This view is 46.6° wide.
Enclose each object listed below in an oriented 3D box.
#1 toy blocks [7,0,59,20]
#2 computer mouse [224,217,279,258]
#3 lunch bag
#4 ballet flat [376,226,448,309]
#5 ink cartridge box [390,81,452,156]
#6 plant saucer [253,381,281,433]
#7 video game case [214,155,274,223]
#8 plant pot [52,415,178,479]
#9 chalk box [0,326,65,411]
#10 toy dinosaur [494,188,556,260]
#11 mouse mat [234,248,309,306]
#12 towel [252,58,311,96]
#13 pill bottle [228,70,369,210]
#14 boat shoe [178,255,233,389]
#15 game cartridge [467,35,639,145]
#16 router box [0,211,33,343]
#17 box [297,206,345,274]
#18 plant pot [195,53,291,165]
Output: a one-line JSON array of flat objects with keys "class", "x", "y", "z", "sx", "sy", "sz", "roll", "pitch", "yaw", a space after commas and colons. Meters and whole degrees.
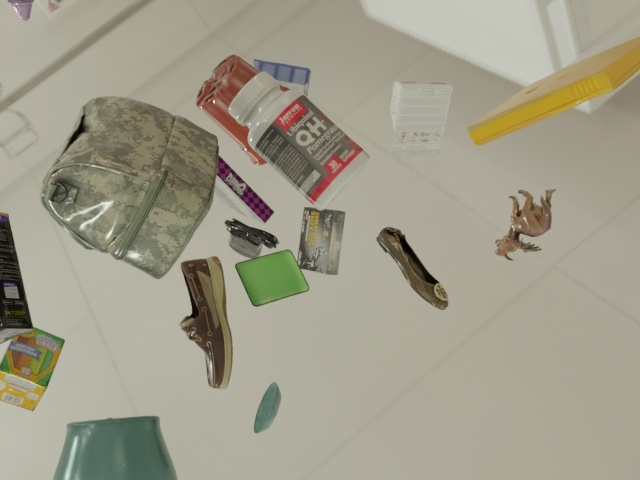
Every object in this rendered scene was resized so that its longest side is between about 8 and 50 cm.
[{"class": "toy blocks", "x": -0.603, "y": -0.550, "z": 1.455, "sx": 0.308, "sy": 0.288, "sz": 0.260, "roll": 9, "pitch": 122, "yaw": 15}, {"class": "computer mouse", "x": -0.236, "y": -0.011, "z": 2.496, "sx": 0.188, "sy": 0.072, "sz": 0.272, "roll": 25, "pitch": 161, "yaw": -4}, {"class": "lunch bag", "x": -0.335, "y": -0.115, "z": 1.313, "sx": 0.256, "sy": 0.212, "sz": 0.305, "roll": 29, "pitch": -152, "yaw": -19}, {"class": "ballet flat", "x": 0.223, "y": 0.059, "z": 1.749, "sx": 0.084, "sy": 0.058, "sz": 0.250, "roll": 10, "pitch": -142, "yaw": -54}, {"class": "ink cartridge box", "x": 0.299, "y": -0.373, "z": 2.281, "sx": 0.056, "sy": 0.181, "sz": 0.225, "roll": -128, "pitch": 40, "yaw": -54}, {"class": "plant saucer", "x": -0.114, "y": 0.373, "z": 1.644, "sx": 0.021, "sy": 0.119, "sz": 0.119, "roll": 24, "pitch": 180, "yaw": -12}, {"class": "video game case", "x": -0.226, "y": -0.141, "z": 1.627, "sx": 0.232, "sy": 0.042, "sz": 0.210, "roll": 46, "pitch": 169, "yaw": -29}, {"class": "plant pot", "x": -0.404, "y": 0.478, "z": 1.458, "sx": 0.272, "sy": 0.271, "sz": 0.255, "roll": 77, "pitch": -172, "yaw": -76}, {"class": "chalk box", "x": -0.775, "y": 0.317, "z": 1.979, "sx": 0.132, "sy": 0.132, "sz": 0.213, "roll": 25, "pitch": -142, "yaw": -19}, {"class": "toy dinosaur", "x": 0.684, "y": -0.052, "z": 2.404, "sx": 0.295, "sy": 0.127, "sz": 0.200, "roll": 135, "pitch": 136, "yaw": -70}, {"class": "mouse mat", "x": -0.141, "y": 0.108, "z": 2.186, "sx": 0.153, "sy": 0.189, "sz": 0.007, "roll": 63, "pitch": 151, "yaw": 23}, {"class": "towel", "x": -0.152, "y": -0.461, "z": 2.534, "sx": 0.209, "sy": 0.285, "sz": 0.034, "roll": 10, "pitch": -176, "yaw": 1}, {"class": "pill bottle", "x": -0.055, "y": -0.235, "z": 1.720, "sx": 0.318, "sy": 0.176, "sz": 0.176, "roll": 43, "pitch": 174, "yaw": 0}, {"class": "boat shoe", "x": -0.302, "y": 0.214, "z": 1.899, "sx": 0.123, "sy": 0.123, "sz": 0.342, "roll": 173, "pitch": 92, "yaw": -68}, {"class": "game cartridge", "x": 0.490, "y": -0.302, "z": 1.469, "sx": 0.323, "sy": 0.285, "sz": 0.053, "roll": -16, "pitch": 105, "yaw": 52}, {"class": "router box", "x": -0.719, "y": 0.109, "z": 1.441, "sx": 0.081, "sy": 0.308, "sz": 0.243, "roll": 16, "pitch": -127, "yaw": -66}, {"class": "box", "x": 0.000, "y": 0.000, "z": 2.678, "sx": 0.056, "sy": 0.231, "sz": 0.183, "roll": 6, "pitch": -177, "yaw": -38}, {"class": "plant pot", "x": -0.226, "y": -0.419, "z": 2.318, "sx": 0.265, "sy": 0.272, "sz": 0.272, "roll": 35, "pitch": -177, "yaw": -29}]
